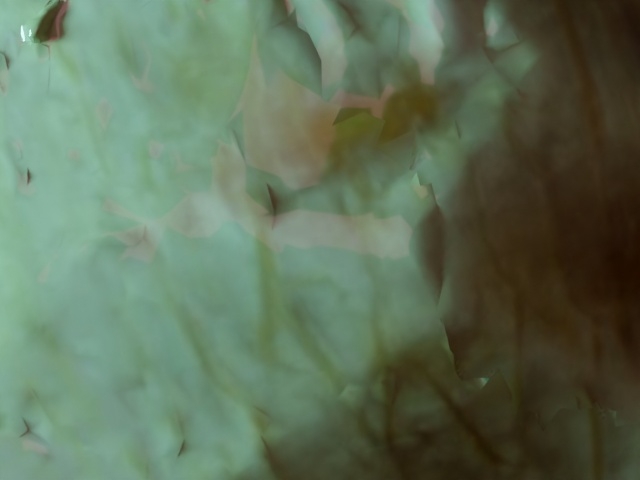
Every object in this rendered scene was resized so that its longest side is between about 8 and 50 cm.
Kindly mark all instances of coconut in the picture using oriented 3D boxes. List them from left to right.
[{"bbox_3d":[0.000,0.000,0.564,0.415,0.344,0.415,-2,85,19],"label":"coconut"}]
